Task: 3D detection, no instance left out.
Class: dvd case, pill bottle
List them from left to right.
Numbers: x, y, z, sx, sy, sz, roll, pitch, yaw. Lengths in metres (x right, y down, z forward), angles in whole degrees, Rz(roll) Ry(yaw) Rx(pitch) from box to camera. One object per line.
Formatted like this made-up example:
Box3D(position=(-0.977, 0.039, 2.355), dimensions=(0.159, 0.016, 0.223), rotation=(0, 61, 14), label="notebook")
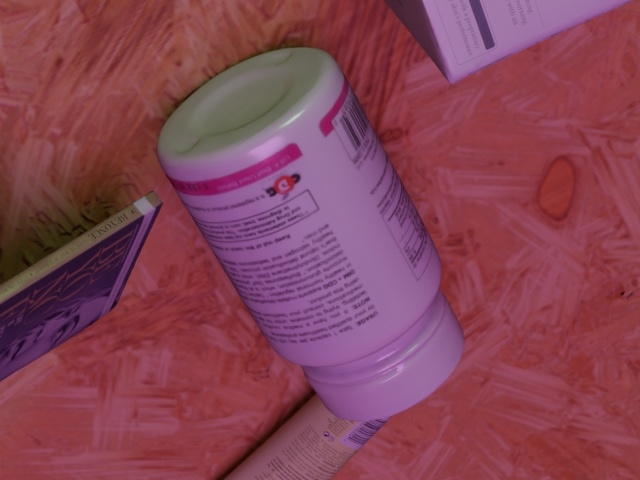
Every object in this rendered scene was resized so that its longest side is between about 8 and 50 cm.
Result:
Box3D(position=(-0.224, 0.060, 1.410), dimensions=(0.221, 0.018, 0.164), rotation=(-35, 165, -36), label="dvd case")
Box3D(position=(0.000, 0.000, 1.470), dimensions=(0.160, 0.160, 0.283), rotation=(-29, 117, 1), label="pill bottle")

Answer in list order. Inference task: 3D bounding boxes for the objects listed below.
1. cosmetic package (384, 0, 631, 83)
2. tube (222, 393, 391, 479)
Box3D(position=(0.148, -0.254, 1.350), dimensions=(0.225, 0.224, 0.138), rotation=(-24, 118, -2), label="cosmetic package")
Box3D(position=(-0.027, 0.201, 1.620), dimensions=(0.240, 0.062, 0.070), rotation=(-47, 73, 15), label="tube")
